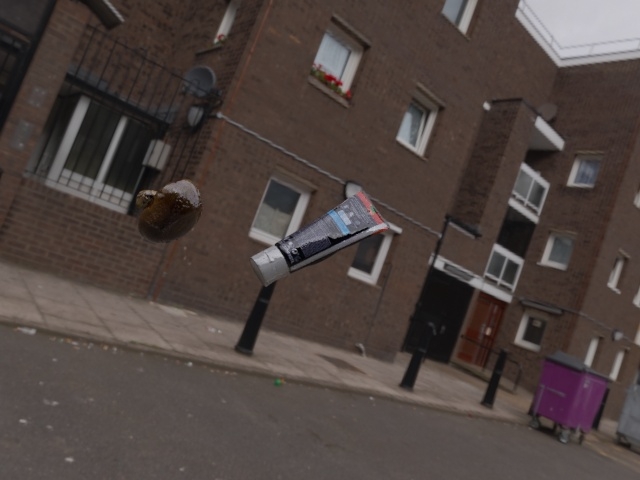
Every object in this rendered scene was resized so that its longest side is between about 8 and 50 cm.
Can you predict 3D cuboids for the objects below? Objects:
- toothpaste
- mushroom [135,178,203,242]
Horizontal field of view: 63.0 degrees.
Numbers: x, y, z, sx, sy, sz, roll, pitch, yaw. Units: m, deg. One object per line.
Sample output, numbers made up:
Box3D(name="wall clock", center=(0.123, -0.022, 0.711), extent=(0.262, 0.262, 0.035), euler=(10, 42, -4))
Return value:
Box3D(name="toothpaste", center=(0.000, 0.000, 0.714), extent=(0.071, 0.193, 0.045), euler=(54, -17, 21))
Box3D(name="mushroom", center=(-0.256, -0.052, 0.895), extent=(0.087, 0.127, 0.127), euler=(46, 1, 13))
